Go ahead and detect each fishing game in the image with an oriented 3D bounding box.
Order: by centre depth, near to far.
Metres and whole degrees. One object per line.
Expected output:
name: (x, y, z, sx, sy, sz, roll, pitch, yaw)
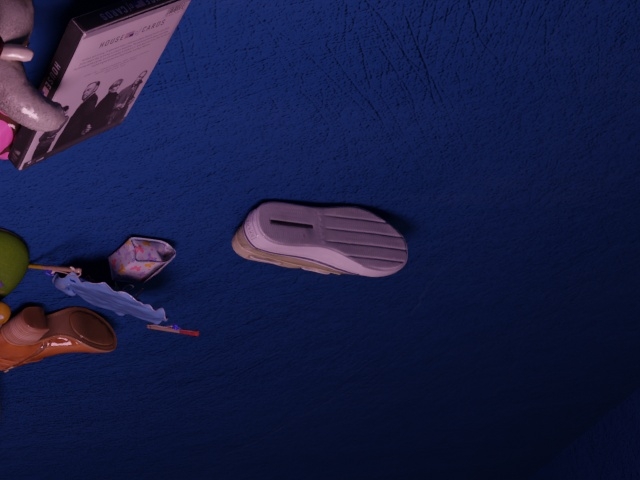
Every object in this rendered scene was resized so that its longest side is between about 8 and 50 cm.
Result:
fishing game: (-0.316, 0.082, 1.898, 0.264, 0.041, 0.189, 31, 161, -38)

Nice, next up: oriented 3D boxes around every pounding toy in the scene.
pounding toy: (-0.510, 0.088, 1.787, 0.182, 0.110, 0.237, 0, 146, -31)

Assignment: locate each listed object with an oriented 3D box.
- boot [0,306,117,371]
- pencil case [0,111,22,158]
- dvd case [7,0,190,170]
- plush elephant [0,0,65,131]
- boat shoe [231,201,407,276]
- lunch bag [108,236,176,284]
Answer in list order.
boot: (-0.446, 0.169, 2.018, 0.197, 0.073, 0.152, 19, 136, -39)
pencil case: (-0.452, -0.140, 1.448, 0.209, 0.095, 0.098, -3, 134, -32)
dvd case: (-0.258, -0.191, 1.448, 0.179, 0.029, 0.239, -33, 167, -46)
plush elephant: (-0.382, -0.178, 1.276, 0.255, 0.330, 0.272, -24, 175, -42)
boat shoe: (0.000, 0.000, 1.979, 0.302, 0.109, 0.094, 13, 154, -31)
lunch bag: (-0.270, 0.033, 1.898, 0.083, 0.053, 0.071, 6, 149, -44)
